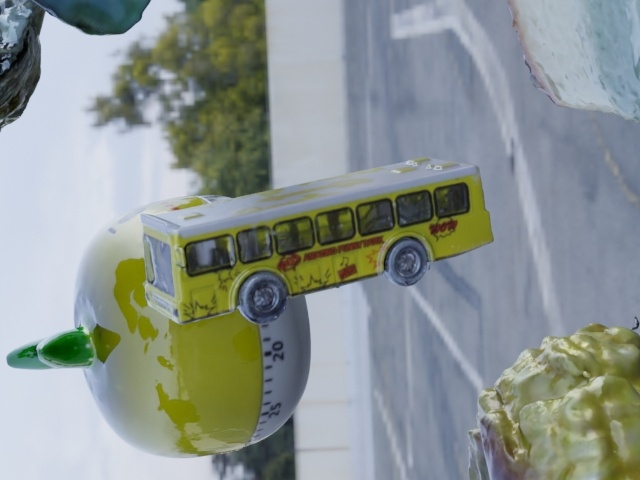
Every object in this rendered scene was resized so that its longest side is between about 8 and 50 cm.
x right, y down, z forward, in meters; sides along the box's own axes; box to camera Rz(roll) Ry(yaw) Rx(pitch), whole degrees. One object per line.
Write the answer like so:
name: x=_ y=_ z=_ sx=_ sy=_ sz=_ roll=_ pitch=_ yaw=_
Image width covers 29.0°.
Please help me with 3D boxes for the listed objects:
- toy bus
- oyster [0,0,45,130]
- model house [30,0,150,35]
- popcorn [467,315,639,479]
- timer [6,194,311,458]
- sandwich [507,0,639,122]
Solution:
toy bus: x=0.000 y=0.000 z=0.804 sx=0.081 sy=0.226 sz=0.074 roll=-158 pitch=58 yaw=-65
oyster: x=-0.368 y=-0.118 z=1.051 sx=0.158 sy=0.351 sz=0.162 roll=58 pitch=-167 yaw=-27
model house: x=-0.258 y=-0.322 z=0.978 sx=0.226 sy=0.241 sz=0.261 roll=-62 pitch=-33 yaw=-6
popcorn: x=0.203 y=0.170 z=0.917 sx=0.189 sy=0.169 sz=0.218 roll=57 pitch=173 yaw=26
timer: x=-0.171 y=0.093 z=1.216 sx=0.285 sy=0.285 sz=0.285 roll=178 pitch=90 yaw=-90
sandwich: x=0.102 y=-0.174 z=0.407 sx=0.220 sy=0.186 sz=0.108 roll=-57 pitch=24 yaw=0
